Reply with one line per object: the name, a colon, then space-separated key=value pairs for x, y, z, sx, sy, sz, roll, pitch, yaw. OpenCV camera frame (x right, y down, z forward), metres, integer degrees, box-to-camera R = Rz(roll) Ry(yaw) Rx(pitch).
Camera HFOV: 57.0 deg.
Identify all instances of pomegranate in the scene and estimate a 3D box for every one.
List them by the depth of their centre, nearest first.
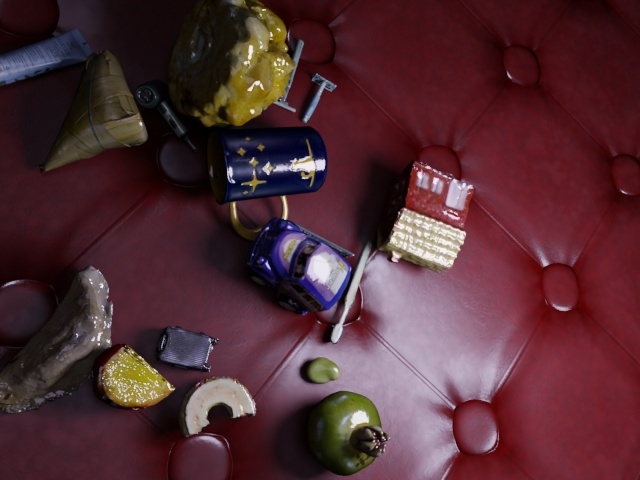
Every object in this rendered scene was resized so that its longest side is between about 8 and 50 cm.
pomegranate: x=0.064 y=0.417 z=1.310 sx=0.179 sy=0.210 sz=0.179 roll=15 pitch=48 yaw=-18

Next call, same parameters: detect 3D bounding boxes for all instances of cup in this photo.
cup: x=-0.133 y=-0.152 z=1.426 sx=0.256 sy=0.255 sz=0.178 roll=-7 pitch=42 yaw=-24

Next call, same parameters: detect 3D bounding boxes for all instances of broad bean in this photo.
broad bean: x=0.007 y=0.309 z=1.402 sx=0.083 sy=0.045 sz=0.063 roll=3 pitch=87 yaw=-11

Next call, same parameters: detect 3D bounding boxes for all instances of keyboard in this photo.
keyboard: x=0.000 y=-0.001 z=1.467 sx=0.176 sy=0.055 sz=0.014 roll=27 pitch=79 yaw=-12

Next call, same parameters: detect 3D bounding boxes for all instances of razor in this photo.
razor: x=-0.078 y=-0.445 z=1.558 sx=0.084 sy=0.036 sz=0.211 roll=21 pitch=71 yaw=-17
razor: x=-0.015 y=-0.370 z=1.565 sx=0.068 sy=0.040 sz=0.135 roll=28 pitch=74 yaw=-11

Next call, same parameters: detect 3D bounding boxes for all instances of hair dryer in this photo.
hair dryer: x=-0.353 y=-0.288 z=1.397 sx=0.057 sy=0.100 sz=0.198 roll=-32 pitch=108 yaw=15

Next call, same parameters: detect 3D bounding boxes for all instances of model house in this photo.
model house: x=0.262 y=-0.041 z=1.519 sx=0.196 sy=0.160 sz=0.254 roll=23 pitch=72 yaw=-13

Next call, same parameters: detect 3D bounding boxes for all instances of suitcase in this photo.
suitcase: x=-0.295 y=0.240 z=1.299 sx=0.126 sy=0.059 sz=0.086 roll=17 pitch=71 yaw=-14

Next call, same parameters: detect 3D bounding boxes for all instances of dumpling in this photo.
dumpling: x=-0.518 y=0.221 z=1.209 sx=0.166 sy=0.086 sz=0.332 roll=33 pitch=72 yaw=-7

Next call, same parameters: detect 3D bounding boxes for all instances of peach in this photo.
peach: x=-0.396 y=0.286 z=1.231 sx=0.172 sy=0.092 sz=0.127 roll=24 pitch=70 yaw=-32

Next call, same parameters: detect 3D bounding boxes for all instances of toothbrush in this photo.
toothbrush: x=0.080 y=0.125 z=1.480 sx=0.026 sy=0.028 sz=0.294 roll=28 pitch=69 yaw=-13

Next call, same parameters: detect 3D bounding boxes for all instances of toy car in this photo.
toy car: x=-0.043 y=0.058 z=1.362 sx=0.235 sy=0.158 sz=0.172 roll=41 pitch=66 yaw=-31

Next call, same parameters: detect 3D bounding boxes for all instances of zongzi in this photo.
zongzi: x=-0.540 y=-0.287 z=1.330 sx=0.256 sy=0.115 sz=0.228 roll=-25 pitch=73 yaw=-1

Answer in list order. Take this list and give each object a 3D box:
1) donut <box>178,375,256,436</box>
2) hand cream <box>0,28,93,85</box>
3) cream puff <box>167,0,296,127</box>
donut: x=-0.232 y=0.353 z=1.289 sx=0.165 sy=0.065 sz=0.108 roll=-11 pitch=81 yaw=-21
hand cream: x=-0.653 y=-0.403 z=1.328 sx=0.271 sy=0.058 sz=0.091 roll=-31 pitch=77 yaw=-27
cream puff: x=-0.189 y=-0.410 z=1.396 sx=0.257 sy=0.291 sz=0.324 roll=5 pitch=47 yaw=-45
